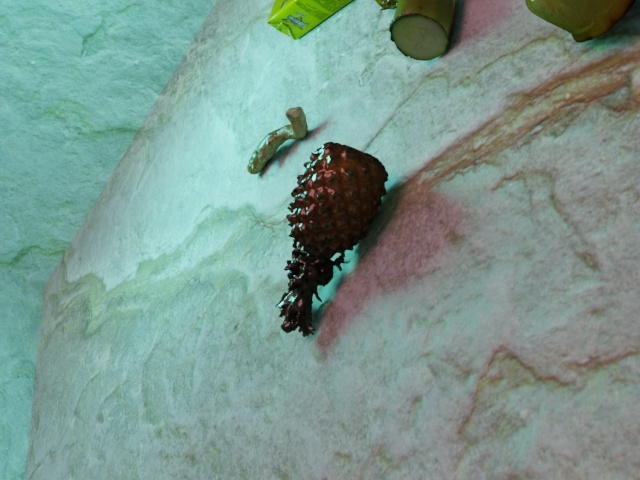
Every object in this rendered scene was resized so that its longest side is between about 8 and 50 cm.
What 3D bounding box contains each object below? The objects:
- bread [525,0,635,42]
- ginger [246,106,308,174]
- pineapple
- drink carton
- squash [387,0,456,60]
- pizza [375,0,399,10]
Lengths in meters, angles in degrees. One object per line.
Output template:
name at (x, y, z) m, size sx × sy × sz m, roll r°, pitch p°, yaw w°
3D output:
bread at (0.401, -0.423, 1.295) m, size 0.270 × 0.148 × 0.270 m, roll -157°, pitch 90°, yaw -83°
ginger at (-0.110, -0.239, 2.213) m, size 0.089 × 0.075 × 0.288 m, roll -51°, pitch 10°, yaw -35°
pineapple at (0.000, 0.000, 1.665) m, size 0.361 × 0.175 × 0.175 m, roll -69°, pitch 24°, yaw 6°
drink carton at (-0.001, -0.672, 2.399) m, size 0.351 × 0.111 × 0.154 m, roll -17°, pitch 50°, yaw 58°
squash at (0.206, -0.454, 1.767) m, size 0.123 × 0.123 × 0.186 m, roll -31°, pitch 35°, yaw 49°
pizza at (0.163, -0.624, 2.061) m, size 0.161 × 0.086 × 0.305 m, roll -48°, pitch 27°, yaw 31°
